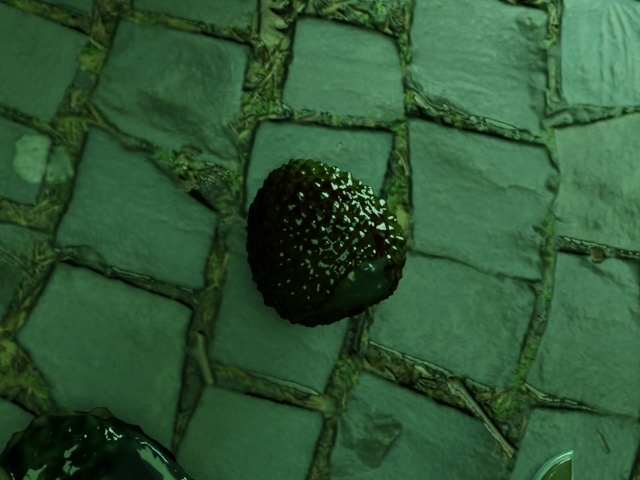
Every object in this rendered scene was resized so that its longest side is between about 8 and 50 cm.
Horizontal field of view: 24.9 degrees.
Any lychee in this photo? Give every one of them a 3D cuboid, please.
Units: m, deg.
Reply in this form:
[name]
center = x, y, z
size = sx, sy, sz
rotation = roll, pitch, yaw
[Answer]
[lychee]
center = 0.000, 0.000, 1.413
size = 0.171, 0.171, 0.171
rotation = 1, 85, -11

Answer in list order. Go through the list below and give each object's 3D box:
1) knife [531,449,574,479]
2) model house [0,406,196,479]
[knife]
center = 0.211, 0.374, 1.461
size = 0.061, 0.027, 0.343
rotation = 18, 72, -13
[model house]
center = -0.194, 0.397, 1.196
size = 0.395, 0.400, 0.445
rotation = -38, 92, 0
